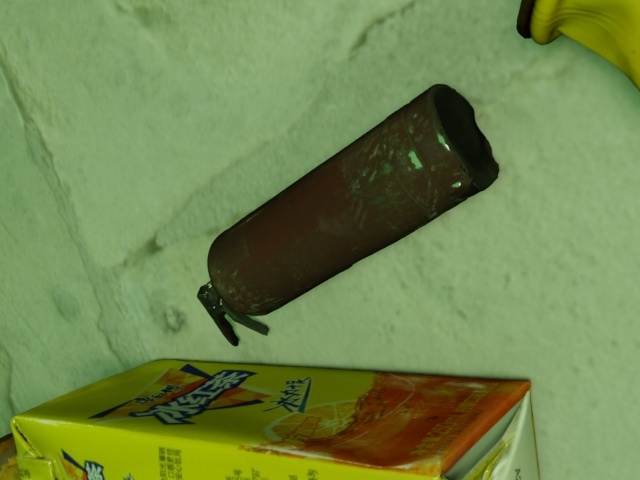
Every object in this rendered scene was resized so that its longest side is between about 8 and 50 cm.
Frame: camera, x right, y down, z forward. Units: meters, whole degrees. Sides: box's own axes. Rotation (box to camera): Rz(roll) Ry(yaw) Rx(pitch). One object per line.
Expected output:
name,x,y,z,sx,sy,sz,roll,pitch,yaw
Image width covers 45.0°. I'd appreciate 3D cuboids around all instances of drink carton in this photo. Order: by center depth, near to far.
drink carton,-0.041,0.159,0.540,0.351,0.154,0.111,-2,98,34

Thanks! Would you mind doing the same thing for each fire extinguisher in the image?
fire extinguisher,0.000,0.000,0.538,0.267,0.072,0.089,-32,118,34

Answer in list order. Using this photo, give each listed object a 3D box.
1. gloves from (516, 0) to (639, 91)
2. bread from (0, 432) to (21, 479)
gloves,0.247,-0.077,0.344,0.294,0.116,0.133,35,124,16
bread,-0.290,0.347,0.665,0.204,0.337,0.358,24,116,2
